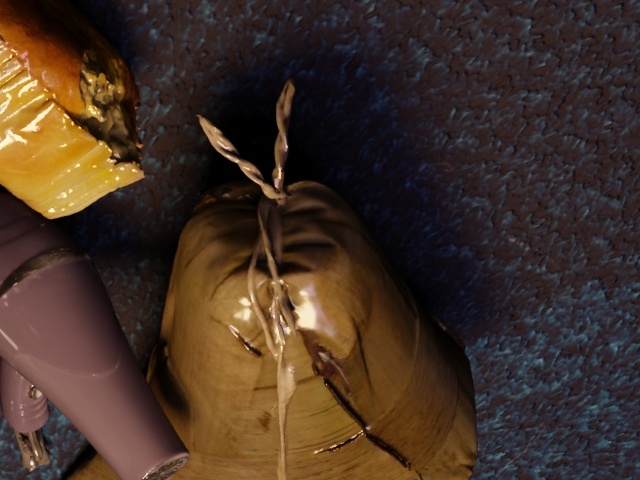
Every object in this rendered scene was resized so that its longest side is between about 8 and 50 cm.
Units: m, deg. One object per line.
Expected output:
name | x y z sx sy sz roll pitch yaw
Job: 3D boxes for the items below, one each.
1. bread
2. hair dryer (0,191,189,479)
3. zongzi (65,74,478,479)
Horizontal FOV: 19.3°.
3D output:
bread | -0.247 -0.135 1.548 0.133 0.179 0.250 -37 129 11
hair dryer | -0.247 0.146 1.778 0.121 0.301 0.361 -30 162 -24
zongzi | -0.136 0.118 1.716 0.467 0.218 0.500 -18 145 13
